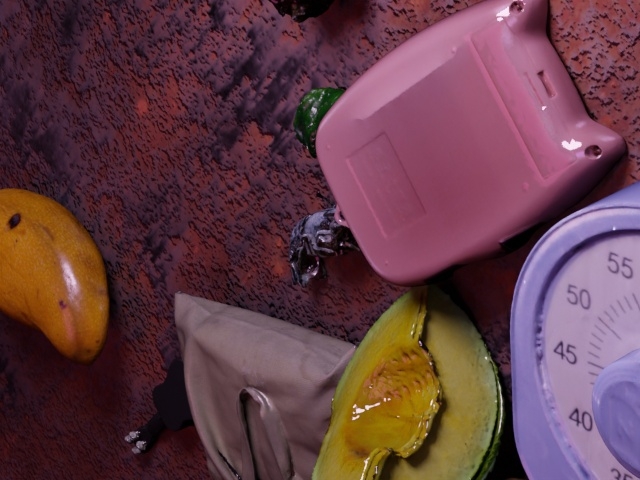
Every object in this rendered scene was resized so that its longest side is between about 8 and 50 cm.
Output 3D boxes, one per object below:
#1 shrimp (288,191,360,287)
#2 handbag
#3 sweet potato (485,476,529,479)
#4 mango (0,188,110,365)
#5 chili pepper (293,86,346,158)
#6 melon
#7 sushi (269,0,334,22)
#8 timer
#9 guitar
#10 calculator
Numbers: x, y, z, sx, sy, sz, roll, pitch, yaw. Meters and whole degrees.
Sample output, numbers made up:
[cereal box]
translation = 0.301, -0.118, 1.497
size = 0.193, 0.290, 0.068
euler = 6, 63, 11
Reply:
[shrimp]
translation = -0.003, -0.004, 1.940
size = 0.076, 0.082, 0.174
euler = 58, 152, 4
[handbag]
translation = -0.045, 0.199, 2.083
size = 0.316, 0.109, 0.253
euler = 11, 121, 44
[sweet potato]
translation = 0.211, 0.287, 1.771
size = 0.422, 0.130, 0.130
euler = 11, 118, 53
[mango]
translation = -0.351, 0.039, 2.397
size = 0.295, 0.120, 0.177
euler = 36, 127, 35
[chili pepper]
translation = 0.056, -0.084, 1.831
size = 0.224, 0.061, 0.098
euler = 35, 128, 40
[melon]
translation = 0.085, 0.195, 1.853
size = 0.129, 0.265, 0.169
euler = 26, 152, -18
[sushi]
translation = -0.009, -0.271, 1.801
size = 0.094, 0.098, 0.084
euler = 48, 149, -6
[timer]
translation = 0.312, 0.107, 1.500
size = 0.395, 0.173, 0.395
euler = 31, 132, 42
[guitar]
translation = -0.196, 0.220, 2.357
size = 0.084, 0.038, 0.271
euler = 62, 145, 11
[calculator]
translation = 0.116, -0.081, 1.710
size = 0.329, 0.048, 0.220
euler = -33, 82, 43
